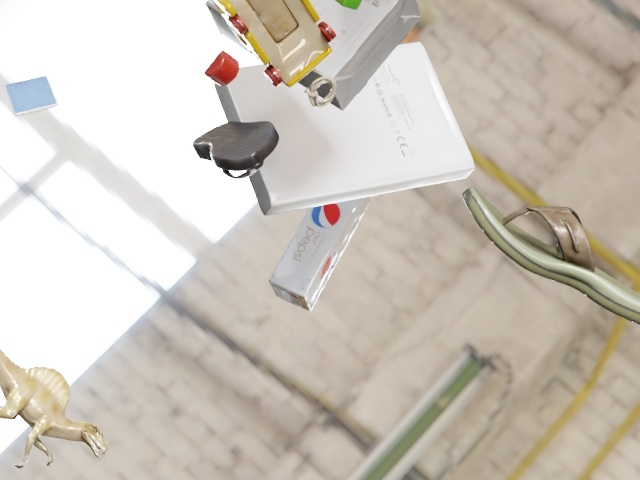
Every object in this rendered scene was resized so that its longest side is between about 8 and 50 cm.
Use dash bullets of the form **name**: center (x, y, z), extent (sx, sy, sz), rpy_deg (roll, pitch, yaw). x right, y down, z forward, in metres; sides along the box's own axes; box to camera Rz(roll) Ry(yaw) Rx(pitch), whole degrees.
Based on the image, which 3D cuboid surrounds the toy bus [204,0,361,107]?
- **toy bus**: center (-0.062, -0.273, 2.191), extent (0.104, 0.191, 0.202), rpy_deg (46, -51, 44)

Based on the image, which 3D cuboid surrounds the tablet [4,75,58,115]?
- **tablet**: center (-0.348, -0.174, 2.161), extent (0.083, 0.054, 0.006), rpy_deg (-121, -161, -55)

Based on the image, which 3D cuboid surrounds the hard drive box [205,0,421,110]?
- **hard drive box**: center (-0.009, -0.317, 2.467), extent (0.232, 0.181, 0.089), rpy_deg (35, -12, 24)

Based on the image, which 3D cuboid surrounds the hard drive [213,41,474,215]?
- **hard drive**: center (0.037, -0.174, 2.718), extent (0.047, 0.353, 0.233), rpy_deg (-51, -125, 55)

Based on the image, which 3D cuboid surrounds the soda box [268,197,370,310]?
- **soda box**: center (0.000, 0.000, 2.888), extent (0.069, 0.216, 0.074), rpy_deg (25, -16, 17)

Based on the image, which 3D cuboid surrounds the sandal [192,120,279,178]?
- **sandal**: center (-0.110, -0.124, 2.494), extent (0.054, 0.097, 0.254), rpy_deg (63, -8, -14)

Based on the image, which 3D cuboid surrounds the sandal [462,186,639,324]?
- **sandal**: center (0.308, 0.008, 2.220), extent (0.303, 0.086, 0.120), rpy_deg (28, 12, -8)

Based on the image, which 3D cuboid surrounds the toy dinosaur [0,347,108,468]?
- **toy dinosaur**: center (-0.284, 0.151, 1.696), extent (0.183, 0.092, 0.053), rpy_deg (47, -12, -12)
